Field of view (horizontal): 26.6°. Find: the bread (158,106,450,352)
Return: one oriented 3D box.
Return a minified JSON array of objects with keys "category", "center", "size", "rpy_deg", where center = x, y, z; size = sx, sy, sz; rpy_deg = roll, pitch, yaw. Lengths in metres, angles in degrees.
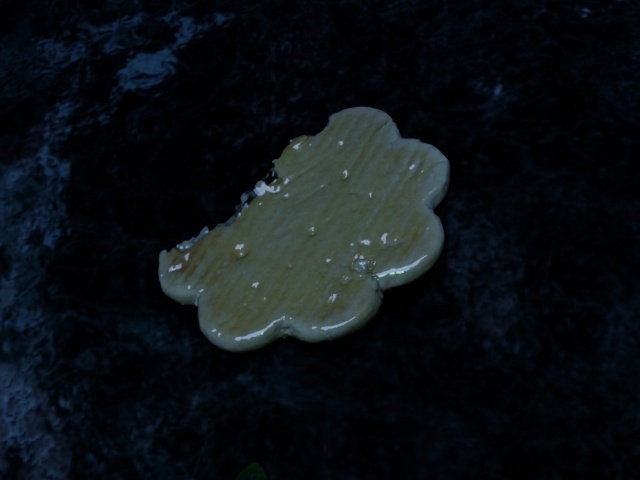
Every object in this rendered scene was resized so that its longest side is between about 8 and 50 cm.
[{"category":"bread","center":[0.000,0.000,1.094],"size":[0.251,0.039,0.182],"rpy_deg":[-41,58,-18]}]

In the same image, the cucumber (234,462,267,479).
[{"category":"cucumber","center":[-0.067,0.241,0.937],"size":[0.036,0.033,0.184],"rpy_deg":[18,59,-2]}]
